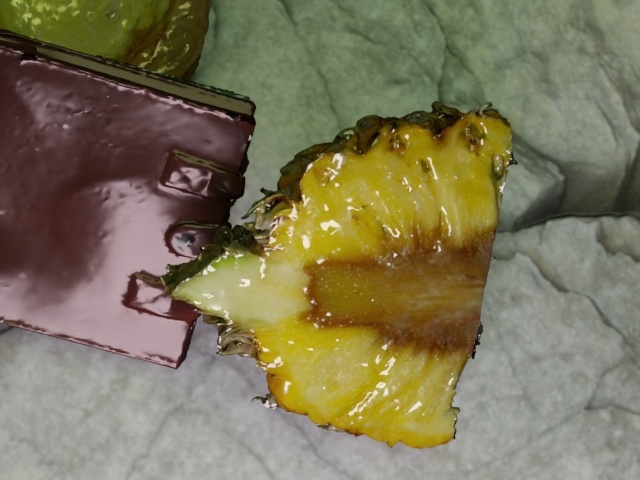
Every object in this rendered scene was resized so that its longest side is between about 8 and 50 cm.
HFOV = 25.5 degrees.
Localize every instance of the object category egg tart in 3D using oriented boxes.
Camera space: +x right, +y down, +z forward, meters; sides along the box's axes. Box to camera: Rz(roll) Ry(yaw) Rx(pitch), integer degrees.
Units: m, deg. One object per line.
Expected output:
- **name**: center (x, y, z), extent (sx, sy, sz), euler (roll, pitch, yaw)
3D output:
- **egg tart**: center (-0.241, -0.226, 1.364), extent (0.294, 0.123, 0.294), euler (1, 74, -4)

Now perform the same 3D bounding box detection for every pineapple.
- **pineapple**: center (-0.003, 0.000, 1.265), extent (0.286, 0.209, 0.344), euler (3, 114, -11)

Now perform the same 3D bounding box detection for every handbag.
- **handbag**: center (-0.213, -0.039, 1.271), extent (0.276, 0.084, 0.260), euler (17, 105, -7)
